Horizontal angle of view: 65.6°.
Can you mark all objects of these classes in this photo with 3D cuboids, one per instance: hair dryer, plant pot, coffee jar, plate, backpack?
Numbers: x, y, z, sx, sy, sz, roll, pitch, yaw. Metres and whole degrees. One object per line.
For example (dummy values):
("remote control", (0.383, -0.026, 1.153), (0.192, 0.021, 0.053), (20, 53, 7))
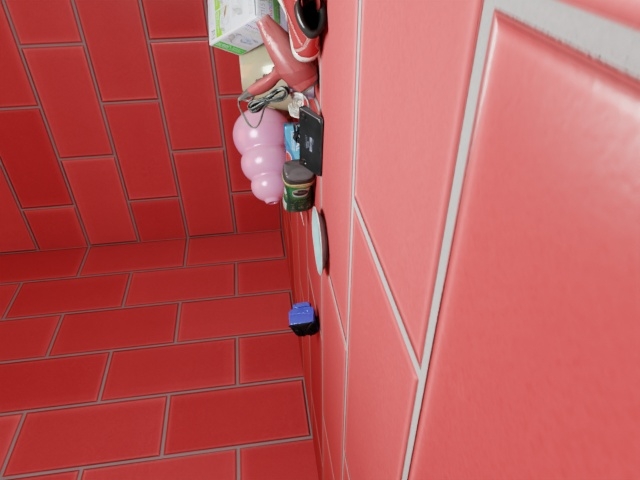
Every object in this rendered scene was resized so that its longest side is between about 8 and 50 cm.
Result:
("hair dryer", (-0.114, -0.389, 1.199), (0.080, 0.224, 0.293), (-66, -17, -50))
("plant pot", (-0.174, -0.575, 1.676), (0.284, 0.191, 0.283), (175, 90, -84))
("coffee jar", (-0.065, -0.162, 1.467), (0.184, 0.096, 0.079), (98, 163, -60))
("plate", (0.000, 0.000, 1.344), (0.188, 0.024, 0.188), (174, 90, -84))
("backpack", (-0.052, 0.278, 1.732), (0.120, 0.098, 0.101), (72, -165, -53))

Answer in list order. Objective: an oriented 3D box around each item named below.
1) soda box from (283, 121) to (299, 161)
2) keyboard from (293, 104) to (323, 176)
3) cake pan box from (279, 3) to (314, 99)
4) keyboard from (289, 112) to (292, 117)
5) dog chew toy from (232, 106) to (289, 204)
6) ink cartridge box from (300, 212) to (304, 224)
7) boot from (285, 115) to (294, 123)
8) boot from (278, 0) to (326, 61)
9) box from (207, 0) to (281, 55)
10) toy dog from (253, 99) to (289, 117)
("soda box", (-0.074, -0.263, 1.570), (0.067, 0.071, 0.209), (-110, 16, -67))
("keyboard", (-0.030, -0.251, 1.239), (0.108, 0.023, 0.180), (37, 147, 26))
("cake pan box", (-0.064, -0.533, 1.297), (0.245, 0.070, 0.266), (-109, 15, -56))
("keyboard", (-0.128, -0.466, 2.167), (0.255, 0.014, 0.072), (93, 175, -49))
("dog chew toy", (-0.190, -0.289, 1.729), (0.206, 0.207, 0.331), (119, 142, -79))
("ink cartridge box", (-0.063, -0.163, 1.751), (0.145, 0.045, 0.179), (-108, 6, -61))
("boot", (-0.119, -0.370, 1.910), (0.152, 0.073, 0.197), (-105, 24, -51))
("boot", (-0.040, -0.519, 1.024), (0.176, 0.089, 0.244), (157, 100, -83))
("box", (-0.223, -0.726, 1.471), (0.231, 0.127, 0.261), (-7, 85, 43))
("toy dog", (-0.224, -0.545, 2.031), (0.333, 0.220, 0.160), (-119, 9, -74))
